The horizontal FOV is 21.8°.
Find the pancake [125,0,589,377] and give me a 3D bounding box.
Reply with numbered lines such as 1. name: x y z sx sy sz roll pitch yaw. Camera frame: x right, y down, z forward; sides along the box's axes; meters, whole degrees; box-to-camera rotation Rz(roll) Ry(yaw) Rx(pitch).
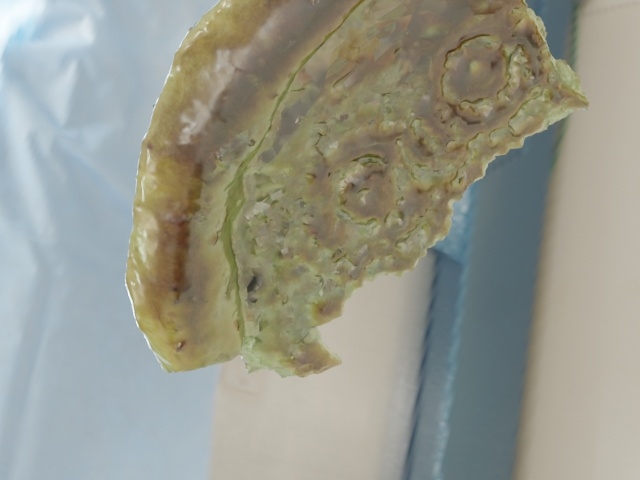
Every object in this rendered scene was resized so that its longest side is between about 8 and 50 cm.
1. pancake: 0.013 -0.062 1.190 0.427 0.305 0.067 -47 37 9
